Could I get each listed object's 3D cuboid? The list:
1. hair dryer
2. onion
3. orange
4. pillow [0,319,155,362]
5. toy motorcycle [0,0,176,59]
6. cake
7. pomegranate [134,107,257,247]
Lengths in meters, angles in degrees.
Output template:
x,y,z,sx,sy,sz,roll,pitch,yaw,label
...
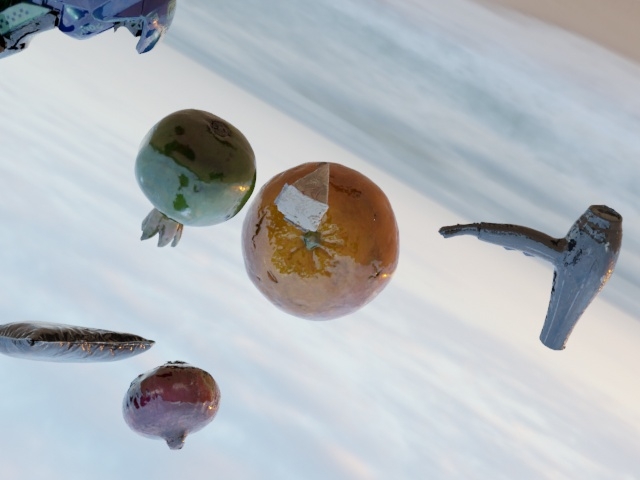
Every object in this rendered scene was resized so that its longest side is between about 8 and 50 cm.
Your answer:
x,y,z,sx,sy,sz,roll,pitch,yaw,label
0.245,0.027,1.244,0.219,0.195,0.075,16,-153,-2,hair dryer
-0.159,0.176,1.080,0.107,0.107,0.097,22,-131,-61,onion
0.000,0.000,1.787,0.284,0.284,0.226,31,-177,2,orange
-0.344,0.138,1.364,0.141,0.055,0.208,-5,169,38,pillow
-0.299,-0.301,1.209,0.125,0.331,0.196,-57,-50,-62,toy motorcycle
-0.008,-0.061,1.346,0.065,0.052,0.121,33,-150,7,cake
-0.201,-0.085,1.521,0.187,0.225,0.187,27,-153,-15,pomegranate
